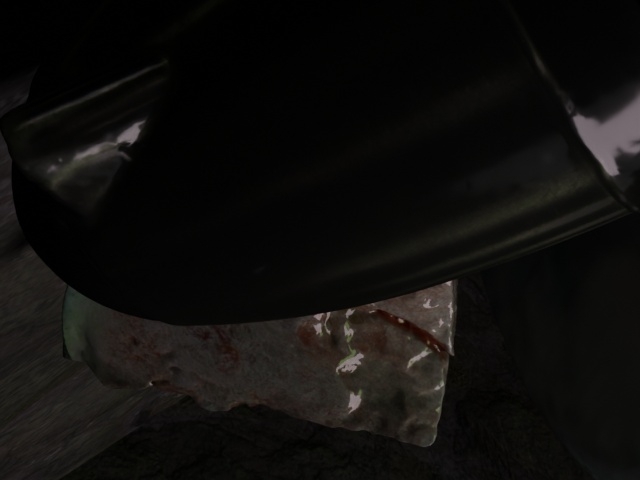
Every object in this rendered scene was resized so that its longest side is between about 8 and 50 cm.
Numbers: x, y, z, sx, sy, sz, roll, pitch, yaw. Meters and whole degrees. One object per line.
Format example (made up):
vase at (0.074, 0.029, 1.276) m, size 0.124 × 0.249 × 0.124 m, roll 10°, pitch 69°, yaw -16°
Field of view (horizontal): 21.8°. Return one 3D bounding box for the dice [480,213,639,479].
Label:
dice at (0.286, -0.056, 0.809) m, size 0.327 × 0.330 × 0.348 m, roll 0°, pitch 140°, yaw -25°

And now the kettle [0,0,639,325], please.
kettle at (-0.002, -0.070, 0.679) m, size 0.271 × 0.207 × 0.251 m, roll -28°, pitch -162°, yaw 16°

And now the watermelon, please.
watermelon at (-0.002, -0.009, 1.010) m, size 0.310 × 0.232 × 0.193 m, roll -17°, pitch 125°, yaw -25°
